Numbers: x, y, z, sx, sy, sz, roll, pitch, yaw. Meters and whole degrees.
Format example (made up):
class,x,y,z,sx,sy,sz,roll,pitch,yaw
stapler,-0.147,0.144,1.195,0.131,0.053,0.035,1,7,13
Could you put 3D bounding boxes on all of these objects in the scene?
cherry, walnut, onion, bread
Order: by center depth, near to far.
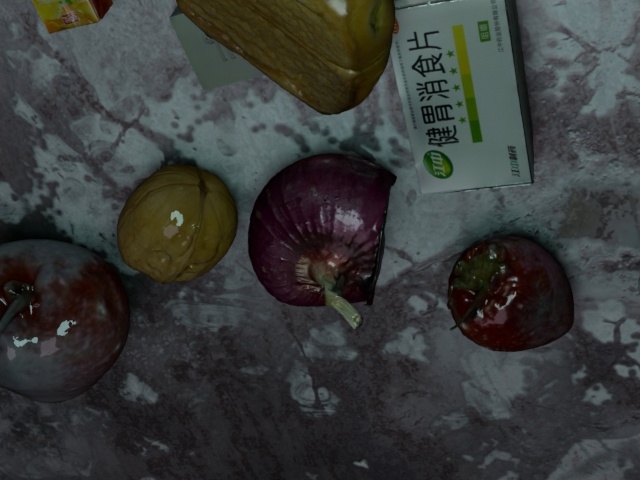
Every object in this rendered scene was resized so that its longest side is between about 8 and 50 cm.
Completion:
class,x,y,z,sx,sy,sz,roll,pitch,yaw
bread,-0.044,-0.336,1.306,0.337,0.148,0.328,35,165,9
onion,-0.002,-0.016,1.644,0.230,0.272,0.256,11,93,10
cherry,0.325,0.098,1.692,0.249,0.192,0.175,25,172,-23
walnut,-0.243,-0.023,1.720,0.193,0.193,0.225,36,126,-16
cherry,-0.519,0.152,1.852,0.326,0.291,0.335,15,146,-22

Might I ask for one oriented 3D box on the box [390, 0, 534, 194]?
class,x,y,z,sx,sy,sz,roll,pitch,yaw
box,0.204,-0.240,1.469,0.173,0.145,0.333,-6,127,15

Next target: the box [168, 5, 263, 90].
class,x,y,z,sx,sy,sz,roll,pitch,yaw
box,-0.142,-0.309,1.552,0.130,0.051,0.129,-12,125,20

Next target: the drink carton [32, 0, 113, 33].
class,x,y,z,sx,sy,sz,roll,pitch,yaw
drink carton,-0.403,-0.427,1.506,0.096,0.071,0.223,-9,126,19

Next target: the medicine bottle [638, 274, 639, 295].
class,x,y,z,sx,sy,sz,roll,pitch,yaw
medicine bottle,0.659,-0.016,1.497,0.219,0.219,0.388,23,129,-6
